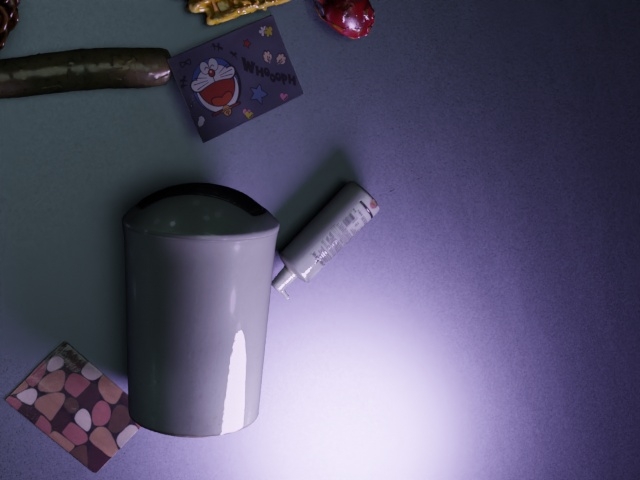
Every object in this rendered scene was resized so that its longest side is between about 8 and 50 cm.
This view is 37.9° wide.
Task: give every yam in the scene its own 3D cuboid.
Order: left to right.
[{"bbox_3d":[-0.453,-0.298,1.657,0.371,0.083,0.083,-7,101,-19],"label":"yam"}]

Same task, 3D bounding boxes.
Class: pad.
[{"bbox_3d":[-0.462,0.322,1.793,0.158,0.003,0.235,-46,109,-7],"label":"pad"},{"bbox_3d":[-0.156,-0.309,1.759,0.245,0.006,0.170,-30,107,-28],"label":"pad"}]

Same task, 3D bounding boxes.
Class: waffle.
[{"bbox_3d":[-0.184,-0.521,1.723,0.219,0.057,0.229,-23,104,-14],"label":"waffle"}]

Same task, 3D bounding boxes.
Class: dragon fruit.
[{"bbox_3d":[0.023,-0.457,1.787,0.190,0.094,0.094,29,89,-14],"label":"dragon fruit"}]

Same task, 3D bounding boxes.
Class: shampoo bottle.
[{"bbox_3d":[0.000,0.000,1.854,0.262,0.085,0.085,-45,109,-6],"label":"shampoo bottle"}]

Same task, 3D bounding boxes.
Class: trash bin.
[{"bbox_3d":[-0.223,0.111,1.701,0.280,0.280,0.432,0,102,-19],"label":"trash bin"}]

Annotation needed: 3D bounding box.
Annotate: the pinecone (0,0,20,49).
[{"bbox_3d":[-0.609,-0.404,1.501,0.243,0.257,0.244,0,93,-3],"label":"pinecone"}]
